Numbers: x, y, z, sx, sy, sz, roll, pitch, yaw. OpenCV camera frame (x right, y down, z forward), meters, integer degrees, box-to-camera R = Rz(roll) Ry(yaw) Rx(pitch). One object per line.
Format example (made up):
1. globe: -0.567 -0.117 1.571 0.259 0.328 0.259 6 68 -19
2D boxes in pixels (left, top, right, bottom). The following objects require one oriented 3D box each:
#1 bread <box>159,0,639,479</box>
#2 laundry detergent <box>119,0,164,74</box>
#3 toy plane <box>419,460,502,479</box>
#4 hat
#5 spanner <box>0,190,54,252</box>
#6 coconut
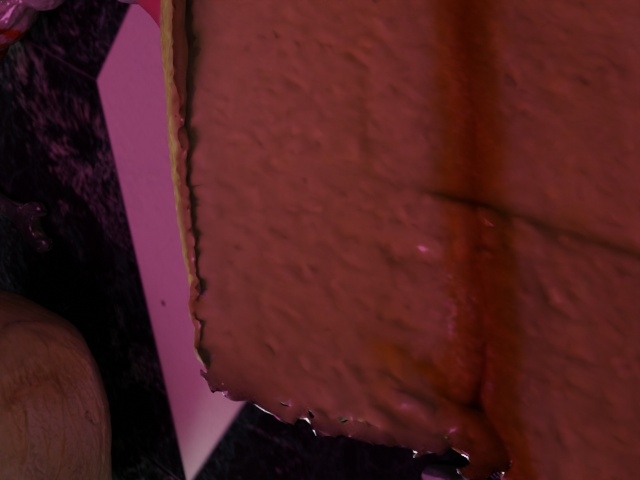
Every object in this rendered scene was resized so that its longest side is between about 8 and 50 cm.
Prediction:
1. bread: 0.069 -0.064 0.872 0.405 0.345 0.242 -91 7 -55
2. laundry detergent: -0.025 -0.108 1.113 0.335 0.159 0.088 46 175 21
3. toy plane: 0.128 0.210 1.163 0.197 0.053 0.078 46 125 33
4. hat: -0.284 -0.212 1.448 0.162 0.094 0.112 -8 136 43
5. spanner: -0.337 -0.052 1.620 0.254 0.015 0.054 29 122 39
6. coconut: -0.361 0.193 1.488 0.346 0.346 0.360 18 124 44
